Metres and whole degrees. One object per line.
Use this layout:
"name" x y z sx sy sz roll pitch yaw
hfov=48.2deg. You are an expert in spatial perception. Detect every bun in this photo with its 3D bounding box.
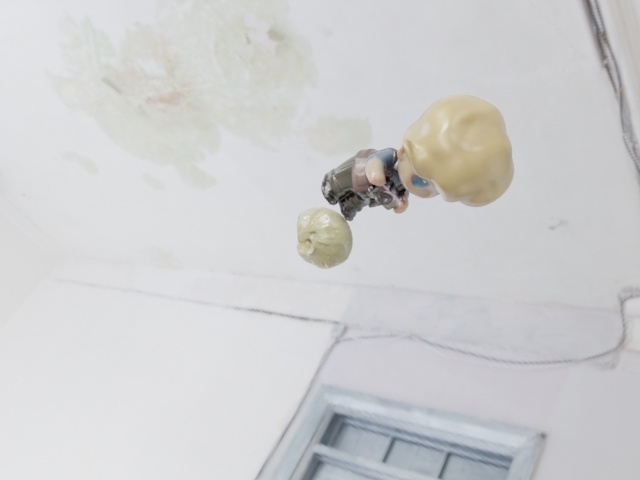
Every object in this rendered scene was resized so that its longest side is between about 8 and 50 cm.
"bun" 0.000 0.000 0.923 0.086 0.055 0.086 23 -49 29

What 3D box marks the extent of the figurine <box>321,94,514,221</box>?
"figurine" 0.092 -0.070 0.707 0.195 0.108 0.114 -20 -47 27
